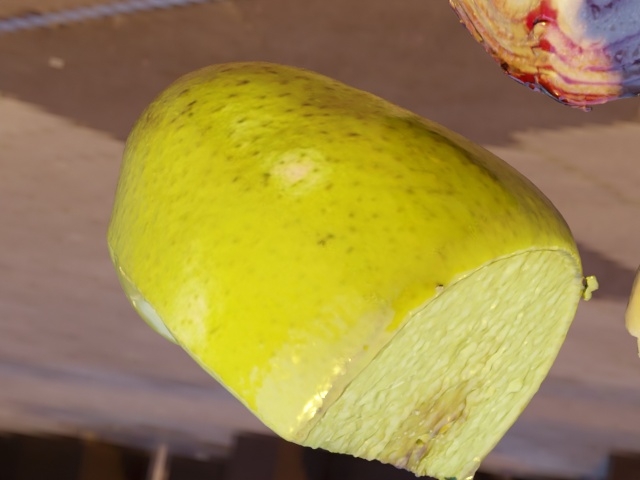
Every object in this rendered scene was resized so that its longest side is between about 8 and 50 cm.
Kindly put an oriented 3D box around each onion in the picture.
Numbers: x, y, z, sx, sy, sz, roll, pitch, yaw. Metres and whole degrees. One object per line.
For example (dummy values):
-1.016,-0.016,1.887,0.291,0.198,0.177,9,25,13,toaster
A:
0.194,-0.229,1.383,0.206,0.216,0.207,-9,-148,-24,onion

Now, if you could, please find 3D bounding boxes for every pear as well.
0.000,0.000,1.378,0.318,0.238,0.342,39,-176,24,pear

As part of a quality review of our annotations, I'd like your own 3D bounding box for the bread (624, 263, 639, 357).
0.280,0.086,0.985,0.370,0.314,0.191,31,-178,-32,bread
